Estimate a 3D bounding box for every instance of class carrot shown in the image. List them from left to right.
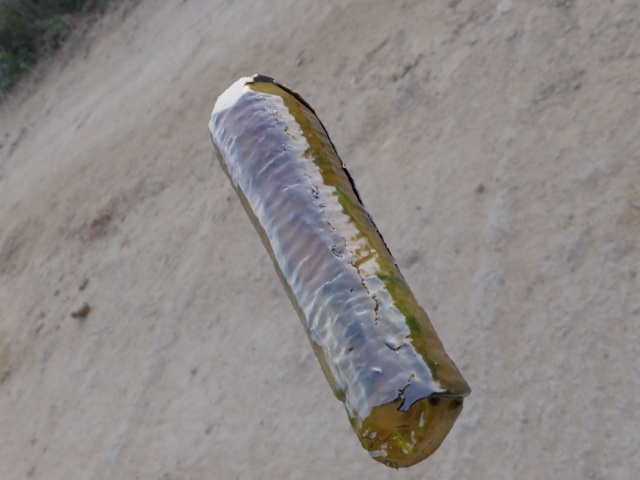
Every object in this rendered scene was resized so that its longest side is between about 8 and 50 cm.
[{"bbox_3d":[0.000,0.000,0.433,0.070,0.070,0.260,-44,47,19],"label":"carrot"}]
